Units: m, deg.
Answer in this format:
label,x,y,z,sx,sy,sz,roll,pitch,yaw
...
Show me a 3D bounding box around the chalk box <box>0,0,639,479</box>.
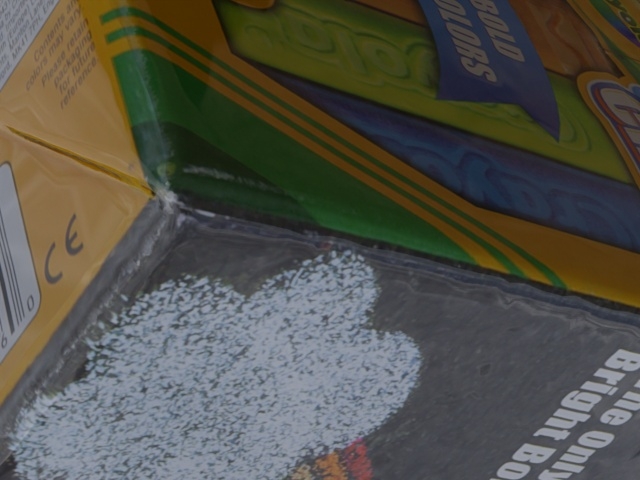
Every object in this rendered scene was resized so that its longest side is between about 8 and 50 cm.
label,x,y,z,sx,sy,sz,roll,pitch,yaw
chalk box,0.016,0.015,0.489,0.289,0.180,0.179,15,-142,-36
